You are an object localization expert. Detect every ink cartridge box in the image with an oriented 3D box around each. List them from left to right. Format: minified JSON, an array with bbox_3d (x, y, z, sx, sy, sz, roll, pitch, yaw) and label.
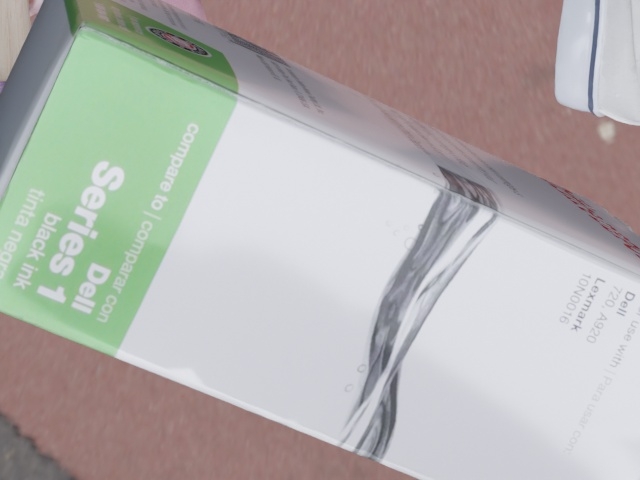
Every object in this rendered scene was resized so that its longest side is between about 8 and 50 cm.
[{"bbox_3d":[0.000,0.000,0.623,0.219,0.160,0.092,24,100,-14],"label":"ink cartridge box"}]

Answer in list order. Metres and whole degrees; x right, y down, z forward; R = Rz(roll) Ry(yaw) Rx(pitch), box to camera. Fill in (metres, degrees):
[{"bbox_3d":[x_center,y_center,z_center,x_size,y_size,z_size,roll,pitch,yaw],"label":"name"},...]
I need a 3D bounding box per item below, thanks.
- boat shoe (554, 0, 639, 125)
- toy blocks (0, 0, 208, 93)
[{"bbox_3d":[0.257,-0.207,1.328,0.156,0.136,0.367,20,142,18],"label":"boat shoe"},{"bbox_3d":[-0.250,-0.073,0.971,0.288,0.260,0.309,-26,150,36],"label":"toy blocks"}]
